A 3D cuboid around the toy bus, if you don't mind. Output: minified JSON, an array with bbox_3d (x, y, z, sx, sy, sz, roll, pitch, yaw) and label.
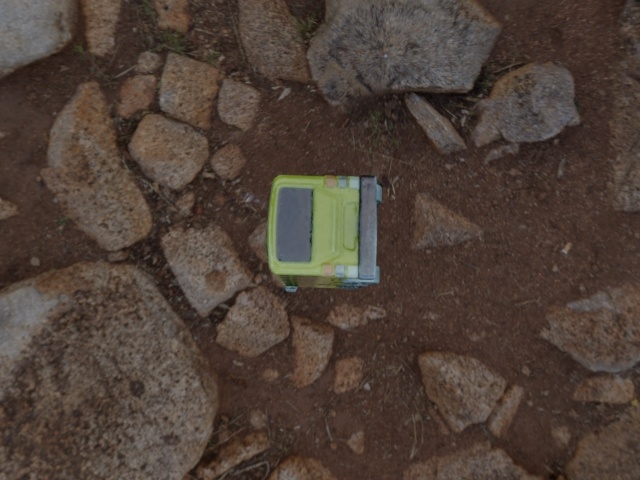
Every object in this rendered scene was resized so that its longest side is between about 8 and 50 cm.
[{"bbox_3d":[0.000,0.000,0.446,0.101,0.175,0.088,1,81,-2],"label":"toy bus"}]
